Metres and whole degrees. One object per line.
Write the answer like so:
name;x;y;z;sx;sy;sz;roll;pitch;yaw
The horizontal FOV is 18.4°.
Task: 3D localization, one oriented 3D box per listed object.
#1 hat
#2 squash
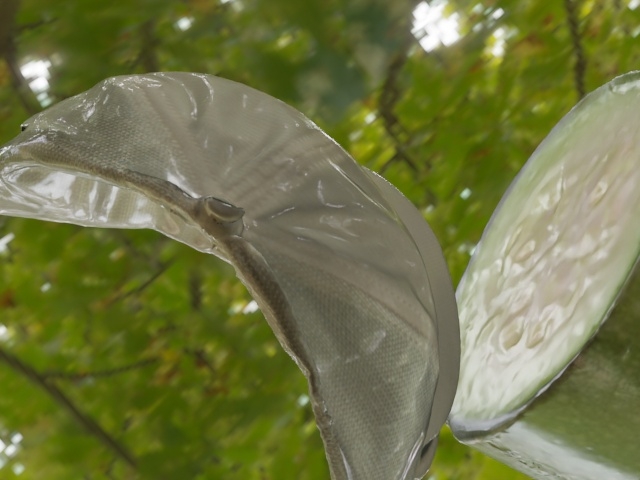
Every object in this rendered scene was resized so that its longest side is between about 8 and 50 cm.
hat;0.000;0.000;0.773;0.219;0.226;0.164;44;-47;10
squash;0.298;0.087;1.244;0.384;0.263;0.263;27;-57;-16
